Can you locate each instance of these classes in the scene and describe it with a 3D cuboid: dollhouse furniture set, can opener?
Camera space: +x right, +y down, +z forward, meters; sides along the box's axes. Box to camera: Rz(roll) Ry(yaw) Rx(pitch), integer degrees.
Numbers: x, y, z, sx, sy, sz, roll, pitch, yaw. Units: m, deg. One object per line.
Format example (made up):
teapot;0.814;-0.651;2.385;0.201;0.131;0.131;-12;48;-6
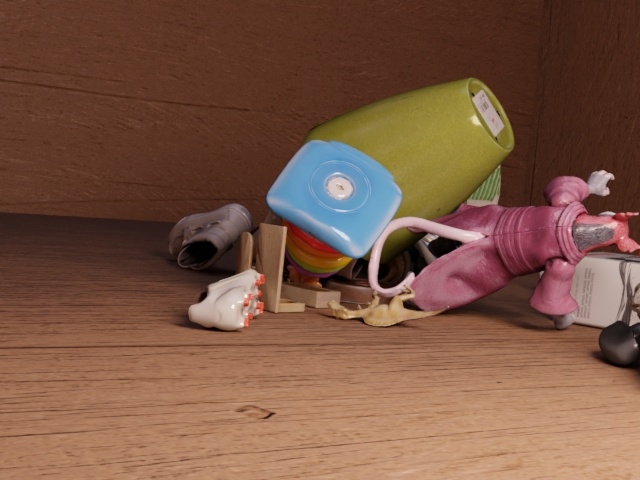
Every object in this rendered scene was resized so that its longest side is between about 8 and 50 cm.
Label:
dollhouse furniture set;-0.049;0.036;1.419;0.151;0.123;0.144;2;5;-42
can opener;0.393;0.136;1.078;0.093;0.074;0.280;-29;-2;7

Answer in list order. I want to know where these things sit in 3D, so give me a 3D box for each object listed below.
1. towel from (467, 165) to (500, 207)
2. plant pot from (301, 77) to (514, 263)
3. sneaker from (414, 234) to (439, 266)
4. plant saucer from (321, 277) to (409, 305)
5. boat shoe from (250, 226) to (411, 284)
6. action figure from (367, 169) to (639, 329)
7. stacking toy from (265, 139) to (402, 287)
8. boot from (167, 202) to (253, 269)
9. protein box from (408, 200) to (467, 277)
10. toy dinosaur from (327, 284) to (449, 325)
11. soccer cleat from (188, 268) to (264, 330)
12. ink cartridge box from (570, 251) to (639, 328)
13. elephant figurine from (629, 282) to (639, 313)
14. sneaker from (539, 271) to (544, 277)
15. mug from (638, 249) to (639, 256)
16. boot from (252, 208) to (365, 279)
towel;0.255;-0.065;1.980;0.247;0.325;0.038;6;27;11
plant pot;0.166;-0.143;1.576;0.293;0.275;0.274;-29;-17;32
sneaker;0.226;0.012;1.767;0.237;0.086;0.085;46;16;5
plant saucer;0.078;0.086;1.589;0.168;0.029;0.168;5;4;0
boat shoe;0.007;0.023;1.765;0.324;0.123;0.120;6;8;18
action figure;0.294;-0.012;1.389;0.275;0.248;0.370;22;-24;-38
stacking toy;0.000;0.000;1.475;0.175;0.166;0.302;31;-34;7
boot;-0.249;0.008;1.837;0.258;0.095;0.123;-24;16;46
protein box;0.187;-0.011;1.888;0.199;0.201;0.136;6;3;12
toy dinosaur;0.104;0.103;1.318;0.183;0.053;0.092;-1;16;23
soccer cleat;-0.117;0.074;1.208;0.076;0.068;0.196;3;6;5
ink cartridge box;0.545;0.090;1.513;0.272;0.114;0.197;7;5;37
elephant figurine;0.511;0.042;1.092;0.169;0.186;0.239;48;38;13
sneaker;0.581;0.078;1.898;0.153;0.094;0.235;-7;0;-32
mug;0.664;0.062;1.693;0.113;0.169;0.150;2;4;-34
boot;-0.001;-0.015;1.694;0.206;0.090;0.248;11;36;14
